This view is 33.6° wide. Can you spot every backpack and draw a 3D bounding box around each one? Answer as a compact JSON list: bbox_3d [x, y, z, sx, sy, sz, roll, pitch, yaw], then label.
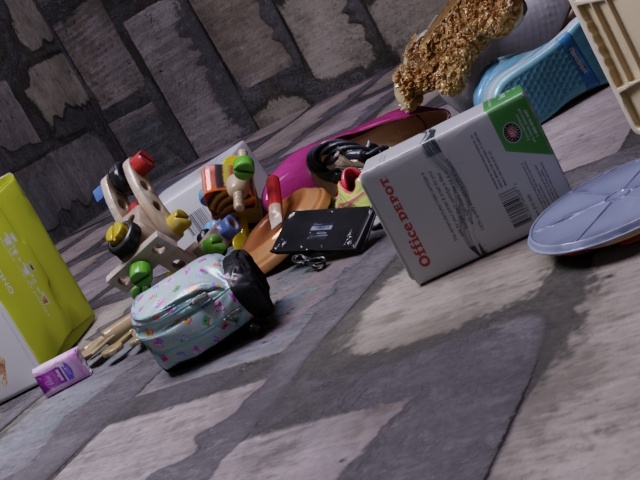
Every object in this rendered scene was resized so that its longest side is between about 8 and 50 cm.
[{"bbox_3d":[-0.161,0.092,1.429,0.182,0.115,0.152,-30,14,5],"label":"backpack"}]

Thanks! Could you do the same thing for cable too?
[{"bbox_3d":[0.062,-0.110,1.719,0.150,0.047,0.184,-2,-20,23],"label":"cable"}]

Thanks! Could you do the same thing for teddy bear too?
[{"bbox_3d":[0.244,-0.353,1.854,0.338,0.113,0.245,-48,16,32],"label":"teddy bear"}]

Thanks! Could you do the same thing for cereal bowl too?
[{"bbox_3d":[0.321,-0.412,2.034,0.339,0.141,0.339,-53,17,24],"label":"cereal bowl"}]

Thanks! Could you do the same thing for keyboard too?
[{"bbox_3d":[0.000,0.000,1.578,0.180,0.023,0.108,-3,52,44],"label":"keyboard"}]

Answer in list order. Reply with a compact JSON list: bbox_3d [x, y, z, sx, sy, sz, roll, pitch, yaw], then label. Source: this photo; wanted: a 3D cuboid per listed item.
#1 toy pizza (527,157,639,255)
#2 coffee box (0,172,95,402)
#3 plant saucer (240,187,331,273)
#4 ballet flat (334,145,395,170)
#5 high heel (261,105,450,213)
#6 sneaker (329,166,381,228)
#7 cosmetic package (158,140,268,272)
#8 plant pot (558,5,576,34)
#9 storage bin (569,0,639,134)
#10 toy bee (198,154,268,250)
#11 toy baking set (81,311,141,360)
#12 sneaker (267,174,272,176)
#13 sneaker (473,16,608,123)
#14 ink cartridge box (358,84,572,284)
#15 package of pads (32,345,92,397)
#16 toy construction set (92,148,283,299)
[{"bbox_3d":[0.305,-0.032,1.070,0.201,0.032,0.201,-28,12,7],"label":"toy pizza"},{"bbox_3d":[-0.667,0.121,1.936,0.334,0.338,0.338,-26,11,9],"label":"coffee box"},{"bbox_3d":[-0.066,-0.019,1.740,0.200,0.037,0.200,-41,16,14],"label":"plant saucer"},{"bbox_3d":[0.127,-0.147,1.777,0.250,0.058,0.084,-1,4,41],"label":"ballet flat"},{"bbox_3d":[0.064,-0.153,1.901,0.377,0.127,0.181,-35,5,-36],"label":"high heel"},{"bbox_3d":[0.060,-0.074,1.673,0.081,0.094,0.208,-34,11,-18],"label":"sneaker"},{"bbox_3d":[-0.231,-0.073,2.185,0.224,0.138,0.225,-31,11,15],"label":"cosmetic package"},{"bbox_3d":[0.476,-0.419,2.029,0.237,0.109,0.237,-53,17,24],"label":"plant pot"},{"bbox_3d":[0.456,-0.291,1.258,0.262,0.260,0.123,-32,11,-17],"label":"storage bin"},{"bbox_3d":[-0.142,-0.061,1.937,0.162,0.195,0.298,-6,-3,-10],"label":"toy bee"},{"bbox_3d":[-0.280,0.136,1.743,0.256,0.030,0.197,-35,16,-28],"label":"toy baking set"},{"bbox_3d":[-0.162,-0.099,2.392,0.075,0.057,0.161,-7,27,48],"label":"sneaker"},{"bbox_3d":[0.391,-0.298,1.782,0.319,0.127,0.208,-29,13,-6],"label":"sneaker"},{"bbox_3d":[0.170,-0.064,1.225,0.208,0.153,0.087,-25,11,14],"label":"ink cartridge box"},{"bbox_3d":[-0.407,0.206,1.673,0.083,0.050,0.032,-27,12,5],"label":"package of pads"},{"bbox_3d":[-0.207,-0.003,1.683,0.309,0.257,0.237,-19,35,6],"label":"toy construction set"}]
